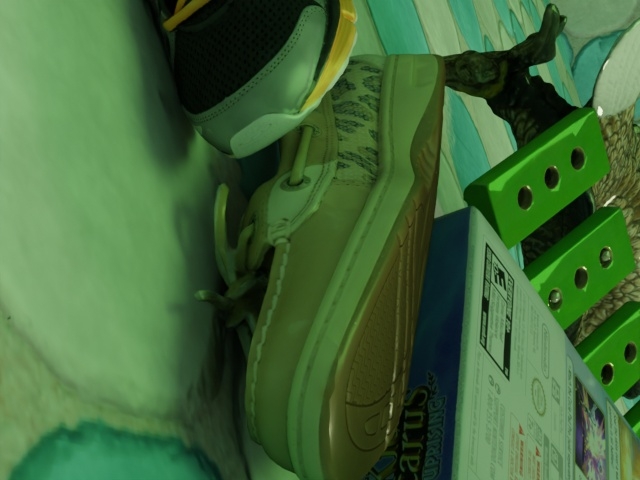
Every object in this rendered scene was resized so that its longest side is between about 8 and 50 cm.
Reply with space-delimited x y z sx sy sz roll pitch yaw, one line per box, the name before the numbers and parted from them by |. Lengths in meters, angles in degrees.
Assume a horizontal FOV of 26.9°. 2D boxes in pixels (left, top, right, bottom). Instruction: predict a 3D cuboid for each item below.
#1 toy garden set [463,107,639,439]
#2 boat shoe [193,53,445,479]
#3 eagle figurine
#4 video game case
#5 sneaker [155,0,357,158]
toy garden set | 0.117 0.073 0.798 0.204 0.049 0.244 -34 115 -35
boat shoe | 0.000 0.000 0.573 0.285 0.089 0.104 -71 166 -61
eagle figurine | 0.180 -0.007 0.981 0.225 0.226 0.298 109 -40 -82
video game case | 0.099 0.161 0.637 0.244 0.061 0.269 51 33 -32
sneaker | -0.045 -0.125 0.559 0.083 0.084 0.215 35 34 -44
